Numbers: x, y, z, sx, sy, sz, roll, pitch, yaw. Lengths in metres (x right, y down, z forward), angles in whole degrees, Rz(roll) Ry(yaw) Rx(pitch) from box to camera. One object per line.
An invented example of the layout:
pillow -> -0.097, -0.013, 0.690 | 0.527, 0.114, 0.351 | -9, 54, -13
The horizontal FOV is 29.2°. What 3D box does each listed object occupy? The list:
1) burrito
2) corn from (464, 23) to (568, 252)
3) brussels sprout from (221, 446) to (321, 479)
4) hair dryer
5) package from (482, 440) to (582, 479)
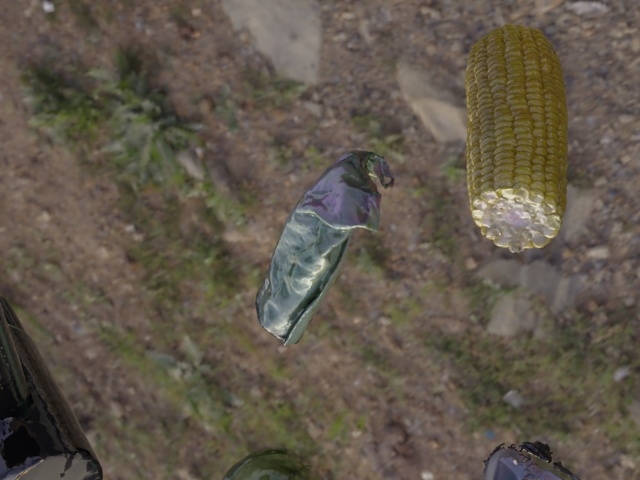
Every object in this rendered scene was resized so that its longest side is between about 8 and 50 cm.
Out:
burrito -> 0.000, 0.000, 1.326 | 0.089, 0.144, 0.228 | 25, 127, -5
corn -> 0.176, -0.101, 1.101 | 0.093, 0.244, 0.093 | 2, 135, 3
brussels sprout -> -0.049, 0.341, 1.487 | 0.146, 0.131, 0.183 | -26, 96, 10
hair dryer -> -0.296, 0.081, 1.058 | 0.244, 0.116, 0.302 | 51, 152, 36
package -> 0.209, 0.293, 1.023 | 0.269, 0.194, 0.071 | 40, 161, 23
